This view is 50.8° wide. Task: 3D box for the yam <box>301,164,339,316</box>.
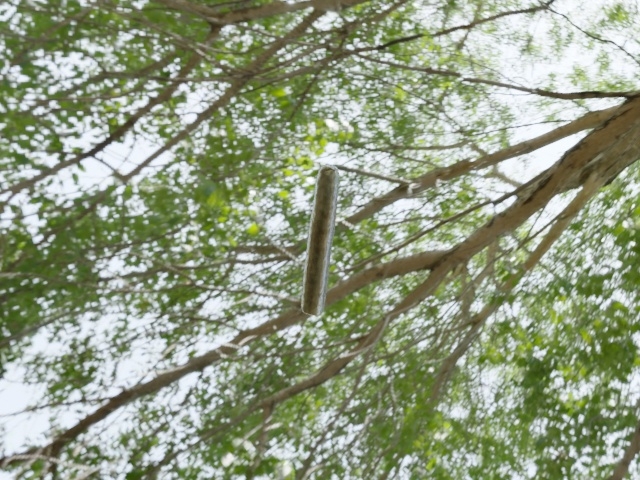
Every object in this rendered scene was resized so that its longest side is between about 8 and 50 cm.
[{"bbox_3d":[0.000,0.000,0.514,0.021,0.021,0.116,10,-81,28],"label":"yam"}]
